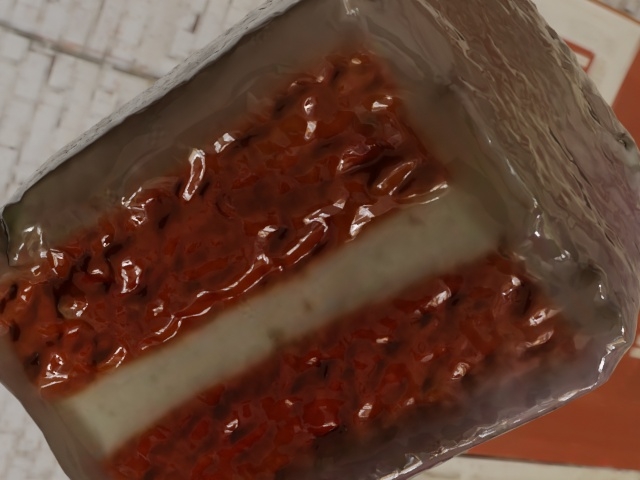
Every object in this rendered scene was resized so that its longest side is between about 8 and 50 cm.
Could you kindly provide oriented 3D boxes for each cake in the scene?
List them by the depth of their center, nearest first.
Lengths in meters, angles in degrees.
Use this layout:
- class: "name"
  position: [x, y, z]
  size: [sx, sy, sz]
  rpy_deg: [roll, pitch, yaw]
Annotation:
- class: "cake"
  position: [0.000, 0.000, 0.705]
  size: [0.309, 0.230, 0.237]
  rpy_deg: [-33, -79, 23]
